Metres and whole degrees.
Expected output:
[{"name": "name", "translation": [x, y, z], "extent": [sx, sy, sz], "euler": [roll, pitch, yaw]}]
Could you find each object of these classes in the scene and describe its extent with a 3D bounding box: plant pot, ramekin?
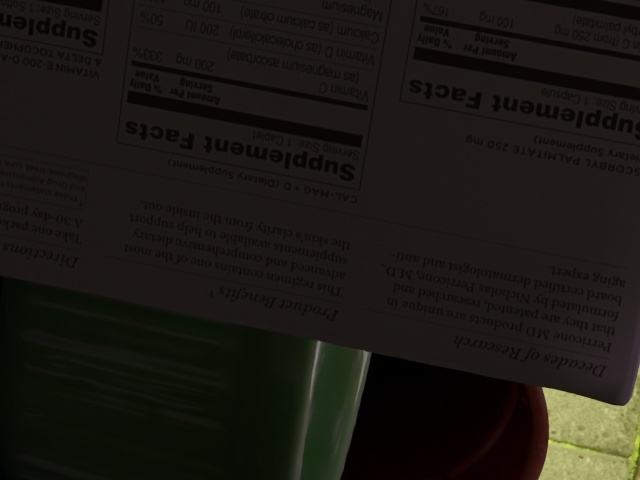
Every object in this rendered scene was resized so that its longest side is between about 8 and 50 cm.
[{"name": "plant pot", "translation": [0.029, 0.059, 1.394], "extent": [0.265, 0.272, 0.272], "euler": [-84, -179, -56]}, {"name": "ramekin", "translation": [-0.052, 0.014, 0.931], "extent": [0.303, 0.148, 0.303], "euler": [11, 90, -84]}]

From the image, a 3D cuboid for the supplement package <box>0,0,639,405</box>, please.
[{"name": "supplement package", "translation": [-0.006, -0.067, 0.652], "extent": [0.204, 0.261, 0.145], "euler": [-62, 162, -71]}]
